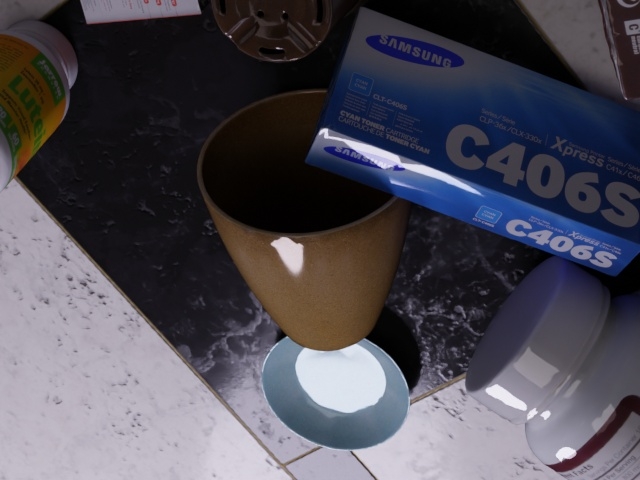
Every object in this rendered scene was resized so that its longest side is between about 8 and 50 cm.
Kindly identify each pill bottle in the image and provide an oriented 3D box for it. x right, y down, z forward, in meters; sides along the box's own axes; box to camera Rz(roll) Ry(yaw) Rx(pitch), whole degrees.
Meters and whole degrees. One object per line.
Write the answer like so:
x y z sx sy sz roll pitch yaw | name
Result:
0.373 0.201 1.577 0.392 0.224 0.224 34 125 -6 | pill bottle
-0.362 -0.151 1.559 0.136 0.245 0.136 8 123 12 | pill bottle

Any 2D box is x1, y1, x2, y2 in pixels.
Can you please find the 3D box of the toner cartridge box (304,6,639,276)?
0.174 -0.102 1.449 0.348 0.165 0.075 19 149 -5 | toner cartridge box

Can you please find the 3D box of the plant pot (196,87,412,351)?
0.000 0.000 1.580 0.237 0.237 0.254 4 136 14 | plant pot

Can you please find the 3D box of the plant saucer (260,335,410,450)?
0.022 0.182 1.783 0.195 0.037 0.195 8 122 12 | plant saucer

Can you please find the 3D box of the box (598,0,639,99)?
0.461 -0.252 1.285 0.381 0.191 0.143 -8 119 22 | box

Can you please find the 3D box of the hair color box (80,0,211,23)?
-0.197 -0.284 1.549 0.141 0.043 0.072 -1 121 18 | hair color box

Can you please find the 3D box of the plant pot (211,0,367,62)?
-0.029 -0.272 1.432 0.167 0.165 0.167 7 122 12 | plant pot
